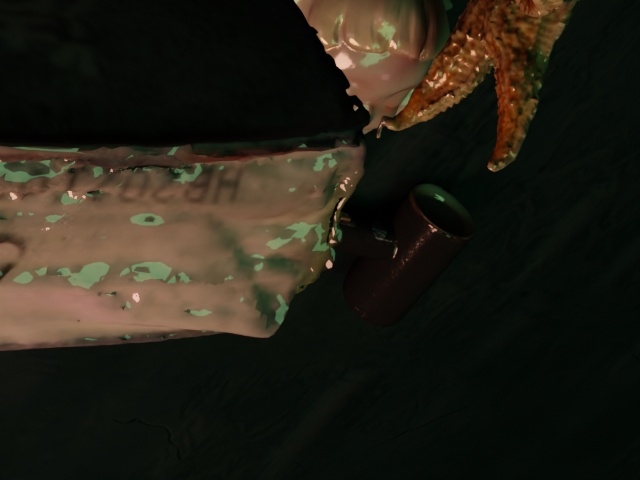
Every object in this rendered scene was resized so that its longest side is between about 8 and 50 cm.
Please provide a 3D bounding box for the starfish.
[{"bbox_3d":[0.132,-0.173,0.732,0.293,0.084,0.301,-61,180,-19],"label":"starfish"}]

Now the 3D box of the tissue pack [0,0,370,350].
[{"bbox_3d":[-0.185,-0.133,0.488,0.288,0.394,0.124,-1,136,-29],"label":"tissue pack"}]

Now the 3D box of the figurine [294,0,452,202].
[{"bbox_3d":[0.007,-0.113,0.860,0.182,0.144,0.257,25,124,-23],"label":"figurine"}]

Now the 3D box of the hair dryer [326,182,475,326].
[{"bbox_3d":[0.000,0.000,1.051,0.255,0.070,0.128,12,130,-31],"label":"hair dryer"}]
